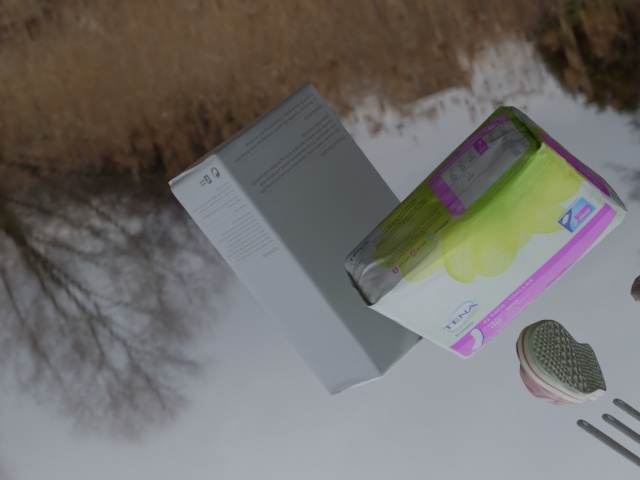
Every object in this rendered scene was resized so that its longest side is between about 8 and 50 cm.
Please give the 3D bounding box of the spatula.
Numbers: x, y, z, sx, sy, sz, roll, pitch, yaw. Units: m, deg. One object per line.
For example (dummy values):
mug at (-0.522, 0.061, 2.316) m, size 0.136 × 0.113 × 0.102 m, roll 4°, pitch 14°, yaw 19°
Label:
spatula at (0.423, 0.269, 1.533) m, size 0.242 × 0.019 × 0.168 m, roll 34°, pitch -156°, yaw 24°

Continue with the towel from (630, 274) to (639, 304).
towel at (0.401, 0.129, 0.881) m, size 0.053 × 0.317 × 0.332 m, roll -60°, pitch -160°, yaw 9°

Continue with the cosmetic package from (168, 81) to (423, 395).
cosmetic package at (0.000, 0.000, 1.848) m, size 0.217 × 0.385 × 0.156 m, roll -39°, pitch -172°, yaw -35°

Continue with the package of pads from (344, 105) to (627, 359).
package of pads at (0.200, -0.003, 1.610) m, size 0.296 × 0.229 × 0.101 m, roll -45°, pitch -135°, yaw 15°

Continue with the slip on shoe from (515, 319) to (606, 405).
slip on shoe at (0.344, 0.195, 1.952) m, size 0.101 × 0.123 × 0.331 m, roll -22°, pitch 162°, yaw 17°
